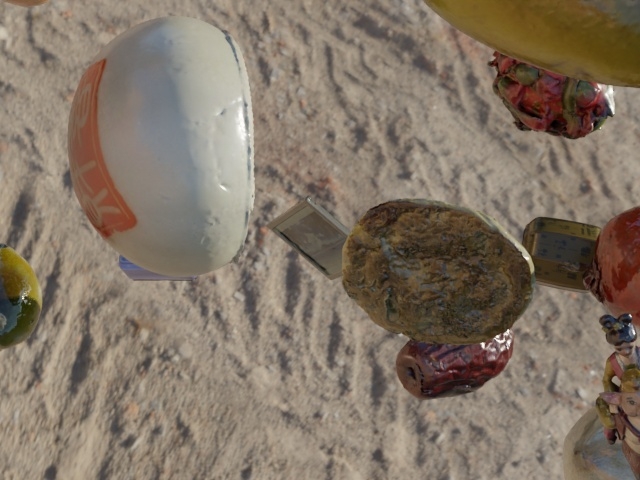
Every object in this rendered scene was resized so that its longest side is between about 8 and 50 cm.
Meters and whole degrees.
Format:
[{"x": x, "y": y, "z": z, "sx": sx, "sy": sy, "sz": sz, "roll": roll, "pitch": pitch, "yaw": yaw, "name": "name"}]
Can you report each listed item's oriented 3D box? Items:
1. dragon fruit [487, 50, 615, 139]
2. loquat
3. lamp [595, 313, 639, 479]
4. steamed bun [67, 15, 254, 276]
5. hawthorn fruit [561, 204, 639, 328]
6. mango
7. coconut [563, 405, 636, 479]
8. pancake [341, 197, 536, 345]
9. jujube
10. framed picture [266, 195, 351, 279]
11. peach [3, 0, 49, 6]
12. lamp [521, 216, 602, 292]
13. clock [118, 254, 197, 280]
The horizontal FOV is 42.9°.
[{"x": 0.482, "y": -0.343, "z": 1.670, "sx": 0.237, "sy": 0.231, "sz": 0.302, "roll": -19, "pitch": 78, "yaw": -18, "name": "dragon fruit"}, {"x": -0.559, "y": 0.098, "z": 1.402, "sx": 0.152, "sy": 0.152, "sz": 0.195, "roll": 5, "pitch": 79, "yaw": -25, "name": "loquat"}, {"x": 0.410, "y": 0.206, "z": 1.034, "sx": 0.253, "sy": 0.118, "sz": 0.118, "roll": 63, "pitch": 35, "yaw": -36, "name": "lamp"}, {"x": -0.233, "y": -0.130, "z": 1.159, "sx": 0.241, "sy": 0.374, "sz": 0.374, "roll": -2, "pitch": 57, "yaw": -19, "name": "steamed bun"}, {"x": 0.621, "y": 0.051, "z": 1.547, "sx": 0.308, "sy": 0.276, "sz": 0.276, "roll": 2, "pitch": 41, "yaw": 27, "name": "hawthorn fruit"}, {"x": 0.223, "y": -0.259, "z": 0.728, "sx": 0.365, "sy": 0.182, "sz": 0.253, "roll": 33, "pitch": 58, "yaw": 1, "name": "mango"}, {"x": 0.571, "y": 0.416, "z": 1.508, "sx": 0.266, "sy": 0.237, "sz": 0.237, "roll": 11, "pitch": 51, "yaw": -35, "name": "coconut"}, {"x": 0.205, "y": 0.066, "z": 1.476, "sx": 0.356, "sy": 0.356, "sz": 0.065, "roll": 31, "pitch": 38, "yaw": -4, "name": "pancake"}, {"x": 0.295, "y": 0.235, "z": 1.760, "sx": 0.290, "sy": 0.197, "sz": 0.197, "roll": -21, "pitch": 68, "yaw": -34, "name": "jujube"}, {"x": 0.000, "y": 0.000, "z": 2.013, "sx": 0.232, "sy": 0.315, "sz": 0.024, "roll": 40, "pitch": 70, "yaw": -9, "name": "framed picture"}, {"x": -0.408, "y": -0.408, "z": 1.093, "sx": 0.184, "sy": 0.184, "sz": 0.184, "roll": 14, "pitch": 51, "yaw": -18, "name": "peach"}, {"x": 0.536, "y": 0.032, "z": 1.799, "sx": 0.185, "sy": 0.161, "sz": 0.161, "roll": 12, "pitch": 46, "yaw": 15, "name": "lamp"}, {"x": -0.305, "y": -0.023, "z": 1.575, "sx": 0.145, "sy": 0.073, "sz": 0.193, "roll": 0, "pitch": 69, "yaw": 6, "name": "clock"}]
